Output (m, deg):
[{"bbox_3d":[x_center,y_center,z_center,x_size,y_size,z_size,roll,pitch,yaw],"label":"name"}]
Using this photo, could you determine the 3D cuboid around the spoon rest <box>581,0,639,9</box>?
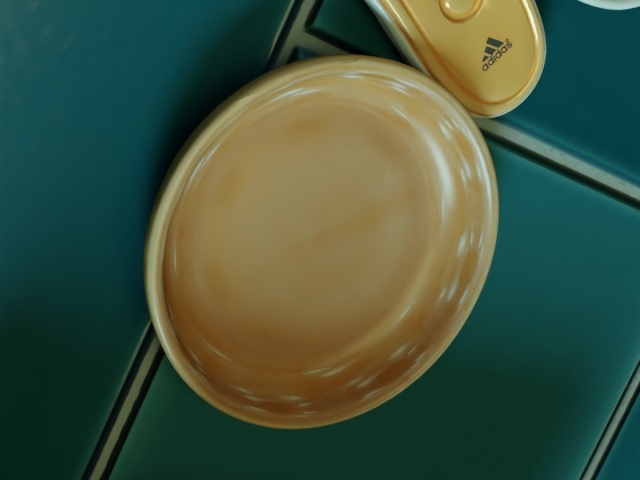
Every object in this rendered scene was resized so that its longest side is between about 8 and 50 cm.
[{"bbox_3d":[0.198,-0.245,0.649,0.137,0.084,0.276,30,93,-34],"label":"spoon rest"}]

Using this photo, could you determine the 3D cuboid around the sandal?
[{"bbox_3d":[0.051,-0.156,0.608,0.102,0.076,0.265,-47,124,-5],"label":"sandal"}]

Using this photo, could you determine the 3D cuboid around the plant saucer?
[{"bbox_3d":[0.000,0.000,0.666,0.200,0.037,0.200,-11,113,-26],"label":"plant saucer"}]
